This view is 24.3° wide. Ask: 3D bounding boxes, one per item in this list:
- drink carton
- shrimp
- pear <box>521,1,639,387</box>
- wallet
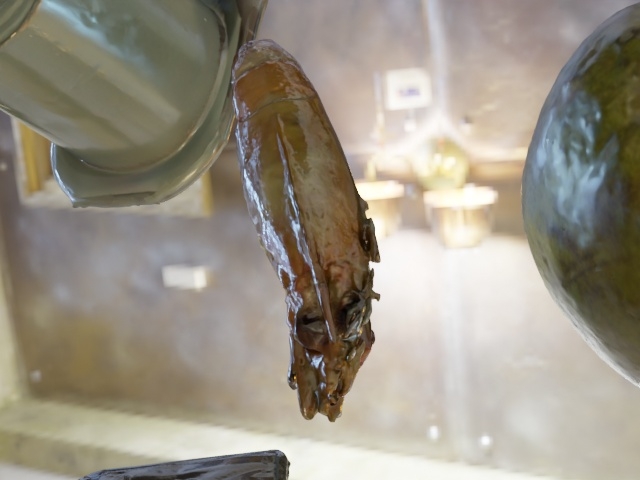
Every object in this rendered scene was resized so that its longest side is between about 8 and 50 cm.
[{"bbox_3d":[-0.171,-0.143,1.060,0.185,0.191,0.189,4,160,35],"label":"drink carton"},{"bbox_3d":[-0.004,0.001,0.684,0.053,0.133,0.236,-12,-137,-3],"label":"shrimp"},{"bbox_3d":[0.334,-0.022,1.142,0.352,0.413,0.352,-18,-128,25],"label":"pear"},{"bbox_3d":[-0.157,0.278,1.605,0.245,0.052,0.168,-10,-167,5],"label":"wallet"}]
